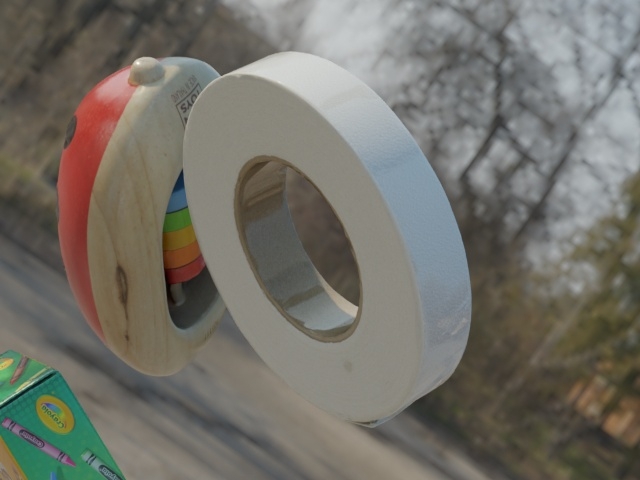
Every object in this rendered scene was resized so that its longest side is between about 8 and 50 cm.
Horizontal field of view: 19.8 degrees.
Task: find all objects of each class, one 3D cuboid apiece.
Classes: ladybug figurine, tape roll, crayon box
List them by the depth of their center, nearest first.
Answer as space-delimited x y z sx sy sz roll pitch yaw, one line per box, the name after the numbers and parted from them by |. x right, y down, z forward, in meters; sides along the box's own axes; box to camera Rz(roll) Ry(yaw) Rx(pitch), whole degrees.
-0.238 0.247 1.755 0.278 0.081 0.165 62 -20 -15 | crayon box
0.000 0.000 1.874 0.392 0.072 0.392 35 -40 37 | tape roll
-0.213 -0.038 2.243 0.162 0.305 0.449 17 -50 21 | ladybug figurine
